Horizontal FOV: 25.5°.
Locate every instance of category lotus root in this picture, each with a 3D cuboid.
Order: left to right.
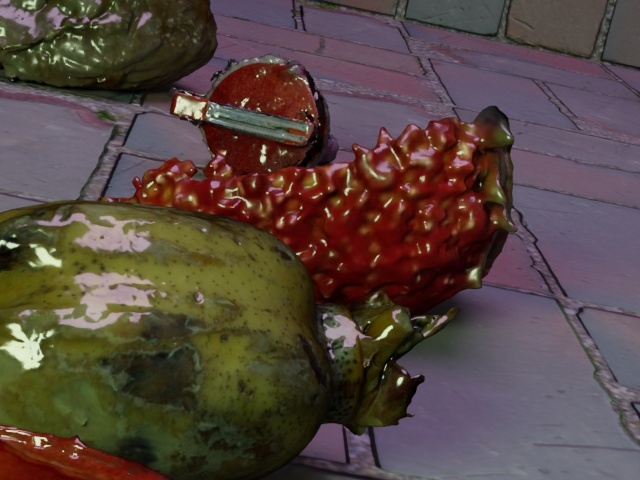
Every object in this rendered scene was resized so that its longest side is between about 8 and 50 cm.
[{"bbox_3d":[-0.068,0.058,0.720,0.278,0.154,0.154,4,18,-25],"label":"lotus root"}]

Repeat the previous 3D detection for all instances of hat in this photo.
[{"bbox_3d":[-0.039,-0.101,1.377,0.140,0.128,0.227,-8,-8,15],"label":"hat"}]

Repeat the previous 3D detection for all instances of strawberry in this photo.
[{"bbox_3d":[0.000,0.000,1.039,0.306,0.137,0.233,-12,-5,5],"label":"strawberry"}]

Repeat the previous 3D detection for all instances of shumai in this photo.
[{"bbox_3d":[-0.269,-0.322,1.578,0.346,0.283,0.217,12,15,-10],"label":"shumai"}]

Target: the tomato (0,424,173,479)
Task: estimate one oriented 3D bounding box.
[{"bbox_3d":[-0.131,0.131,0.508,0.228,0.101,0.228,14,8,-2],"label":"tomato"}]
